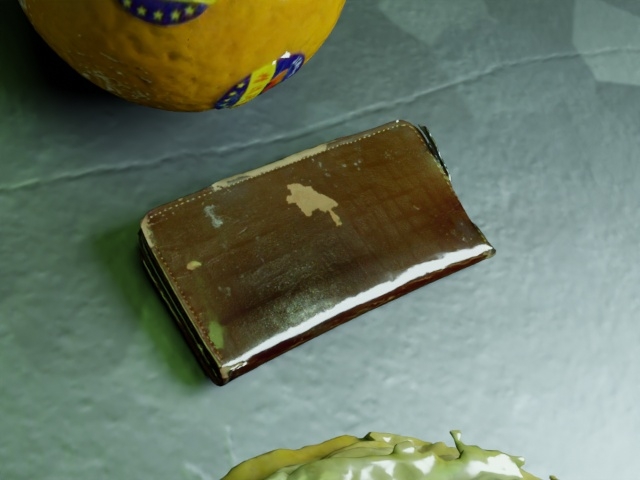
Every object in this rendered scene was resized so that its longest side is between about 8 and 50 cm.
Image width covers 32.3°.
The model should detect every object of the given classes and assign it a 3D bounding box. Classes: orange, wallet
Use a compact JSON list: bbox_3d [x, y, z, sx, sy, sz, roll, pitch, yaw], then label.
[{"bbox_3d":[-0.069,-0.149,0.545,0.177,0.155,0.178,6,73,-20],"label":"orange"},{"bbox_3d":[0.000,0.000,0.558,0.176,0.026,0.095,-24,77,-30],"label":"wallet"}]

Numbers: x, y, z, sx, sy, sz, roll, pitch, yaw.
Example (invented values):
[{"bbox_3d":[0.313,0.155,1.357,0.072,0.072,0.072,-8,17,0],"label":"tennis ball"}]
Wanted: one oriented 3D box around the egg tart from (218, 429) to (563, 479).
[{"bbox_3d":[0.034,0.212,0.383,0.288,0.118,0.288,11,55,-17],"label":"egg tart"}]
